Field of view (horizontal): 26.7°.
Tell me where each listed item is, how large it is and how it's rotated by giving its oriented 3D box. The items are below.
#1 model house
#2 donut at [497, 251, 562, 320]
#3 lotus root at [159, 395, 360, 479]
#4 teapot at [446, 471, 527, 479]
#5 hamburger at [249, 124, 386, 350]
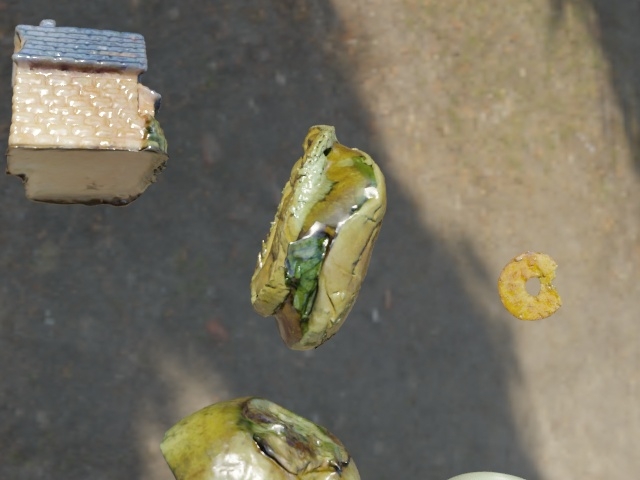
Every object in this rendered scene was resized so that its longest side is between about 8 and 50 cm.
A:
[{"bbox_3d":[-0.255,-0.144,1.448,0.166,0.183,0.172,-1,72,-14],"label":"model house"},{"bbox_3d":[0.318,0.066,2.060,0.043,0.097,0.108,-61,149,-78],"label":"donut"},{"bbox_3d":[-0.036,0.200,1.229,0.078,0.204,0.183,-59,177,20],"label":"lotus root"},{"bbox_3d":[0.253,0.373,1.702,0.220,0.318,0.149,21,54,-12],"label":"teapot"},{"bbox_3d":[0.000,-0.001,1.769,0.265,0.134,0.285,-98,-150,-81],"label":"hamburger"}]
